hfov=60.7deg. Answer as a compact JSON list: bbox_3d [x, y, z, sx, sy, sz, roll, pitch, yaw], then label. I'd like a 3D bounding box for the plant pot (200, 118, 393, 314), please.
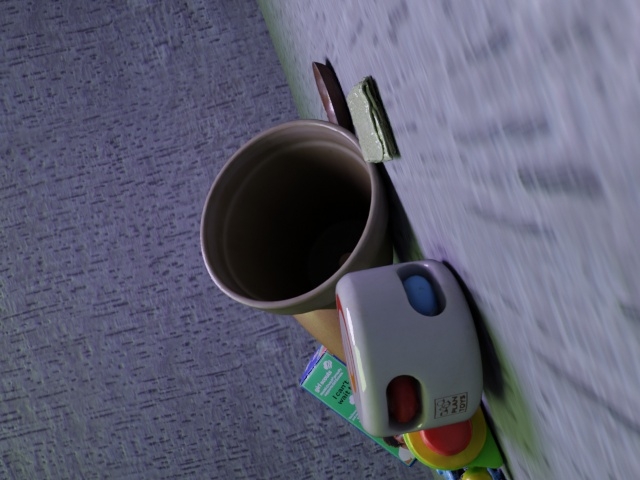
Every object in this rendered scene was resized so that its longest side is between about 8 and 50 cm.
[{"bbox_3d":[-0.001,-0.002,0.972,0.280,0.323,0.323,40,-155,-56],"label":"plant pot"}]

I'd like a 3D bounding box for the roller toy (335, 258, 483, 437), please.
[{"bbox_3d":[0.104,0.125,0.643,0.191,0.146,0.210,94,165,-80],"label":"roller toy"}]

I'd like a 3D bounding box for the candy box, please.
[{"bbox_3d":[0.120,0.371,1.357,0.317,0.122,0.268,34,-174,3],"label":"candy box"}]

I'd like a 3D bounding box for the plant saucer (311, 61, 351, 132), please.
[{"bbox_3d":[0.025,-0.262,1.043,0.168,0.029,0.169,-20,-90,-89],"label":"plant saucer"}]

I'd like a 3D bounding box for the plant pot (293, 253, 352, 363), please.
[{"bbox_3d":[0.044,0.143,1.231,0.254,0.237,0.237,57,176,19],"label":"plant pot"}]

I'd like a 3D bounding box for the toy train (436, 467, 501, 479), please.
[{"bbox_3d":[0.240,0.382,0.836,0.105,0.080,0.184,61,178,-2],"label":"toy train"}]

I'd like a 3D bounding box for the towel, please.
[{"bbox_3d":[0.064,-0.156,0.732,0.148,0.027,0.110,-110,0,-82],"label":"towel"}]

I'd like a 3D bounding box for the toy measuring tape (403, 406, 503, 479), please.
[{"bbox_3d":[0.149,0.201,0.777,0.121,0.121,0.330,69,180,-72],"label":"toy measuring tape"}]
